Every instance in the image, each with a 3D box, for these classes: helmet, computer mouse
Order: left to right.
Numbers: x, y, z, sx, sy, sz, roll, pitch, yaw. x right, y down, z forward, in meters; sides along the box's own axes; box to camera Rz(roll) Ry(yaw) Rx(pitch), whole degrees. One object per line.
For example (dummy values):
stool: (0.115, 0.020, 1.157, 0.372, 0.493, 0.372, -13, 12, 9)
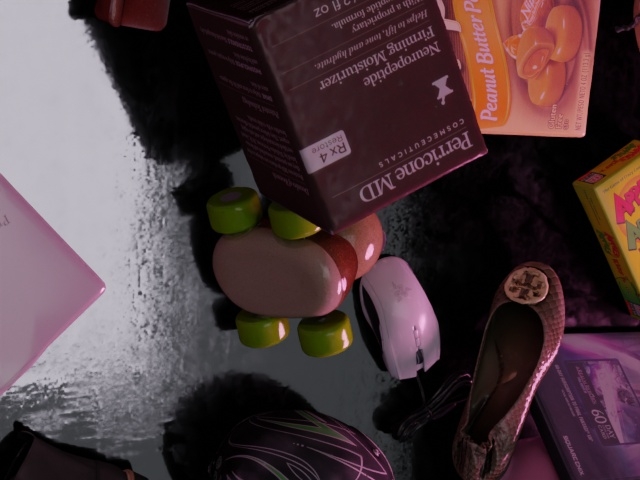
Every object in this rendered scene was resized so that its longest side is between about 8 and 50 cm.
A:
helmet: (-0.017, 0.245, 1.562, 0.169, 0.161, 0.169, -5, 102, -24)
computer mouse: (0.094, 0.109, 1.656, 0.106, 0.042, 0.193, -28, 111, -17)

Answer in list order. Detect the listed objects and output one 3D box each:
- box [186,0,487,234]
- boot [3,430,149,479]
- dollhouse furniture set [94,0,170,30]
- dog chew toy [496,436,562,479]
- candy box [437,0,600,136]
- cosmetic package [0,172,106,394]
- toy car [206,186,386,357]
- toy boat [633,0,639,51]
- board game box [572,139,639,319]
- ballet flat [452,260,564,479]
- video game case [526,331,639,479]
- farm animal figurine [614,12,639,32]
box: (0.013, -0.145, 1.401, 0.168, 0.167, 0.203, -28, 113, -15)
boot: (-0.256, 0.289, 1.495, 0.137, 0.077, 0.197, 29, 57, -22)
dollhouse furniture set: (-0.167, -0.338, 1.381, 0.201, 0.152, 0.374, -30, 111, -17)
dog chew toy: (0.308, 0.326, 1.719, 0.332, 0.206, 0.206, 34, 85, -17)
candy box: (0.121, -0.202, 1.581, 0.317, 0.087, 0.182, 0, 101, -25)
cosmetic package: (-0.420, -0.051, 1.313, 0.230, 0.161, 0.453, -45, 115, -12)
toy car: (0.000, 0.000, 1.565, 0.188, 0.149, 0.155, -38, 124, -45)
toy boat: (0.485, -0.249, 1.687, 0.267, 0.148, 0.318, 43, 68, 2)
board game box: (0.356, -0.009, 1.756, 0.092, 0.043, 0.181, -34, 112, -15)
ballet flat: (0.192, 0.134, 1.661, 0.058, 0.084, 0.249, 42, 65, -57)
video game case: (0.350, 0.182, 1.723, 0.274, 0.196, 0.026, -1, 139, -25)
farm animal figurine: (0.346, -0.362, 1.531, 0.330, 0.172, 0.326, 11, 75, -10)
